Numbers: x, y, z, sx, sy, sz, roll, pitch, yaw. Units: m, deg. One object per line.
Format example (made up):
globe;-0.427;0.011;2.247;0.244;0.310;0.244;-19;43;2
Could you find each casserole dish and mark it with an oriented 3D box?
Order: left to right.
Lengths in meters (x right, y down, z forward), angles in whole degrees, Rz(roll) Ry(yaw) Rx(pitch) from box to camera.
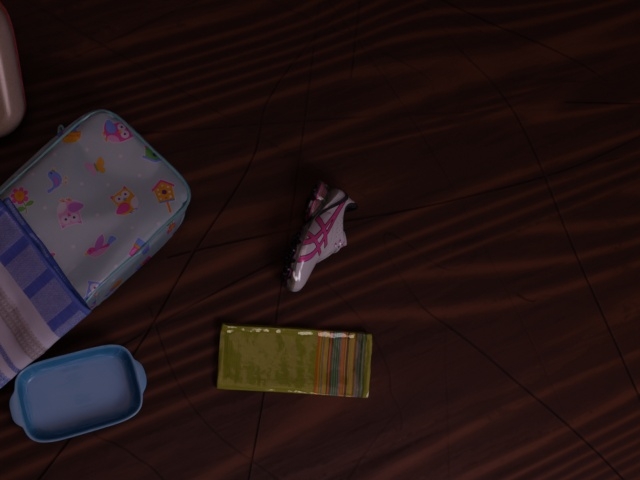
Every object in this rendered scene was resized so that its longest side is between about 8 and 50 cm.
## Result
casserole dish;-0.342;0.217;1.280;0.188;0.037;0.114;-14;79;-17

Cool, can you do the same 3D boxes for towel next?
towel;-0.475;0.101;1.216;0.285;0.034;0.209;-37;88;8
towel;-0.037;0.182;1.372;0.237;0.021;0.102;5;74;-12

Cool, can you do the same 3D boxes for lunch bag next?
lunch bag;-0.342;-0.044;1.310;0.224;0.108;0.279;43;70;2

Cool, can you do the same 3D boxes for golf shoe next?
golf shoe;0.000;0.000;1.403;0.086;0.067;0.186;25;71;-8

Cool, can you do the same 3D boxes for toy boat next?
toy boat;-0.516;-0.264;1.310;0.151;0.151;0.231;-9;121;-16
